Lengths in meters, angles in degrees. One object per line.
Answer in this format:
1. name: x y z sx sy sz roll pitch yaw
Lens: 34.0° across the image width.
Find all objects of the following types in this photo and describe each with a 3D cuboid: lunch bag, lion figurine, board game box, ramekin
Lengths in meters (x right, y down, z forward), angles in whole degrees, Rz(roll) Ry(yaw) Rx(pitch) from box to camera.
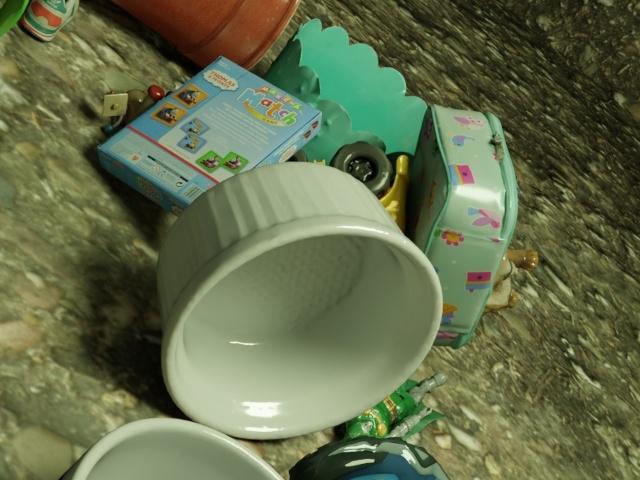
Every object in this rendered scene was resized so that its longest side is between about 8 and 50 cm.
1. lunch bag: 0.160 -0.022 1.309 0.107 0.279 0.224 9 39 -6
2. lion figurine: 0.192 -0.015 1.629 0.240 0.142 0.392 10 29 -38
3. board game box: -0.125 -0.118 1.215 0.160 0.039 0.211 32 56 22
4. ramekin: -0.031 0.055 1.037 0.277 0.277 0.135 24 27 -37

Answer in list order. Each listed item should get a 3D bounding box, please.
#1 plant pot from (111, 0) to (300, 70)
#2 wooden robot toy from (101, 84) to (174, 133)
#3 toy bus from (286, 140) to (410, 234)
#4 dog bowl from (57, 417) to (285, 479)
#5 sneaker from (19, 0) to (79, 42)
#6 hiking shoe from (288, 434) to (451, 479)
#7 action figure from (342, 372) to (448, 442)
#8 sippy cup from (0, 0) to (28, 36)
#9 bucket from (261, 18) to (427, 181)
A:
1. plant pot: -0.190 -0.396 1.422 0.265 0.272 0.272 26 33 -33
2. wooden robot toy: -0.212 -0.167 1.303 0.173 0.076 0.079 16 28 -45
3. toy bus: 0.000 0.000 1.284 0.220 0.149 0.212 1 72 -4
4. dog bowl: -0.107 0.275 0.801 0.265 0.104 0.265 34 28 -22
5. sneaker: -0.326 -0.314 1.327 0.057 0.075 0.161 36 29 -19
6. hiking shoe: 0.100 0.294 1.058 0.304 0.113 0.132 28 31 -31
7. action figure: 0.081 0.191 1.233 0.137 0.063 0.232 45 27 7
8. sippy cup: -0.438 -0.316 1.009 0.240 0.224 0.305 53 28 15
9. bucket: 0.016 -0.155 1.482 0.281 0.183 0.281 35 28 -22
